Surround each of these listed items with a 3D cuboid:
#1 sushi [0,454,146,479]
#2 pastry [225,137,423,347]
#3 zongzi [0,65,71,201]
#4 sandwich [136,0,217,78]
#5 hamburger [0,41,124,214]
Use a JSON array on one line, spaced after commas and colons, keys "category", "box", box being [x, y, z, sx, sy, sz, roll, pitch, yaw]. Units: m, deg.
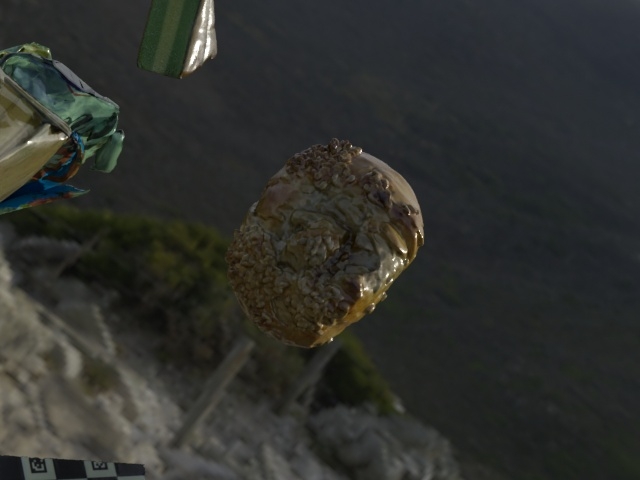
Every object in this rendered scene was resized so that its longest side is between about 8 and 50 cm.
[{"category": "sushi", "box": [-0.303, 0.352, 1.925, 0.215, 0.050, 0.192, 7, 53, -29]}, {"category": "pastry", "box": [0.000, 0.000, 2.176, 0.255, 0.311, 0.162, 32, -9, 24]}, {"category": "zongzi", "box": [-0.500, -0.136, 1.397, 0.447, 0.181, 0.418, 44, 51, -13]}, {"category": "sandwich", "box": [-0.169, -0.258, 1.734, 0.074, 0.116, 0.074, 16, 35, 27]}, {"category": "hamburger", "box": [-0.380, -0.148, 1.824, 0.260, 0.276, 0.150, 45, 25, -51]}]
